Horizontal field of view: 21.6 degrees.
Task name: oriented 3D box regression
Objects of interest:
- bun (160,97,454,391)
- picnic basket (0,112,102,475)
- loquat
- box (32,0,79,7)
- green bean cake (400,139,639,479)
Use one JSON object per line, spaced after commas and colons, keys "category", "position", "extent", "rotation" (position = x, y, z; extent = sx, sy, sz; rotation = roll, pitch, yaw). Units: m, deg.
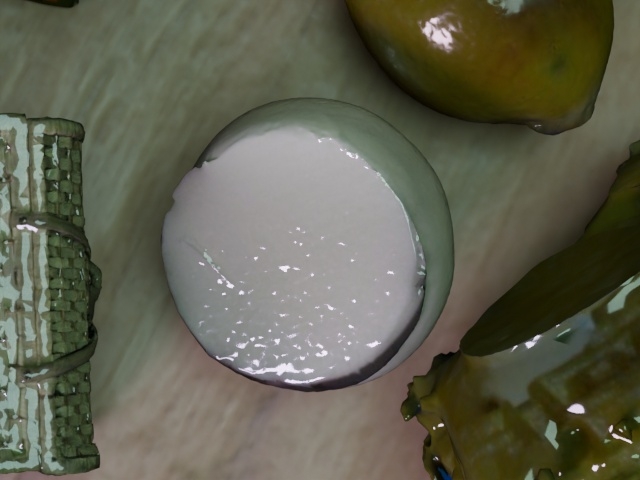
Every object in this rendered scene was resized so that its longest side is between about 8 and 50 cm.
{"category": "bun", "position": [0.000, 0.000, 0.992], "extent": [0.172, 0.120, 0.173], "rotation": [4, 103, 16]}
{"category": "picnic basket", "position": [-0.199, 0.034, 0.936], "extent": [0.154, 0.134, 0.196], "rotation": [-3, 85, -16]}
{"category": "loquat", "position": [0.100, -0.148, 1.025], "extent": [0.152, 0.152, 0.195], "rotation": [-43, 103, -14]}
{"category": "box", "position": [-0.188, -0.241, 0.934], "extent": [0.177, 0.195, 0.148], "rotation": [22, 79, -11]}
{"category": "green bean cake", "position": [0.190, 0.071, 0.982], "extent": [0.310, 0.285, 0.202], "rotation": [-33, 118, 8]}
